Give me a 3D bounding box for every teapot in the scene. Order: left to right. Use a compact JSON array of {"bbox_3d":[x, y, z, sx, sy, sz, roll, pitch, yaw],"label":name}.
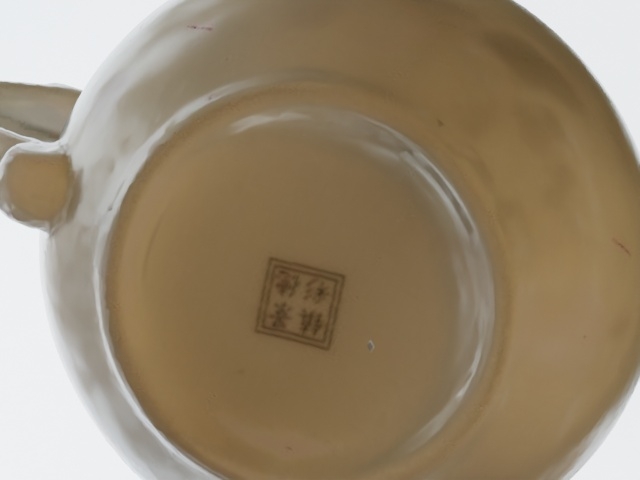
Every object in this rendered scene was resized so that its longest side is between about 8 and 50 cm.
[{"bbox_3d":[0.000,0.000,0.666,0.298,0.204,0.139,23,-162,9],"label":"teapot"}]
